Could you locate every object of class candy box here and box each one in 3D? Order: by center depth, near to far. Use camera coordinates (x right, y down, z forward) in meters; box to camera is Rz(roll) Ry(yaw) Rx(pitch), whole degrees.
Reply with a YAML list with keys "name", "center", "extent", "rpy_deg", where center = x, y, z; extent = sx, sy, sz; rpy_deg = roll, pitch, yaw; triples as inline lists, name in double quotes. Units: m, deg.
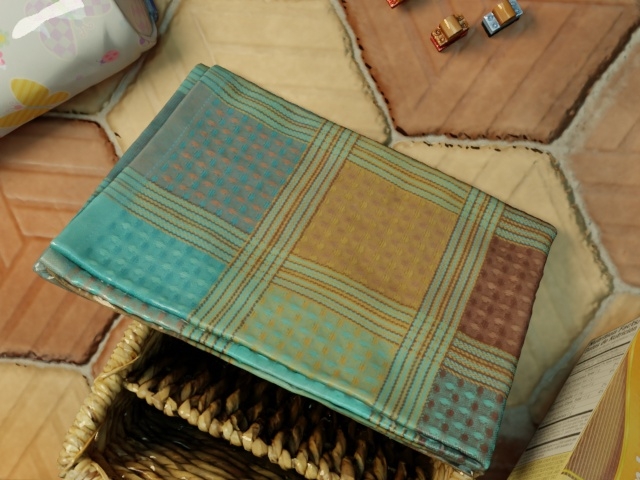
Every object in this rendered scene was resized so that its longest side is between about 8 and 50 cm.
- name: "candy box"
  center: [0.239, 0.227, 0.572]
  extent: [0.183, 0.087, 0.316]
  rpy_deg: [45, 55, 2]

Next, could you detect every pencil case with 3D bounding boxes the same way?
- name: "pencil case"
  center: [-0.290, -0.174, 0.690]
  extent: [0.273, 0.113, 0.124]
  rpy_deg: [-29, 81, 8]

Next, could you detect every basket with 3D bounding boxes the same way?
- name: "basket"
  center: [-0.015, 0.131, 0.622]
  extent: [0.299, 0.223, 0.213]
  rpy_deg: [25, 97, 6]

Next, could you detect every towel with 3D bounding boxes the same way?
- name: "towel"
  center: [0.000, 0.000, 0.620]
  extent: [0.370, 0.040, 0.271]
  rpy_deg: [25, 53, 5]

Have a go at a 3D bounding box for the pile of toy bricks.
- name: "pile of toy bricks"
  center: [0.156, -0.255, 0.631]
  extent: [0.212, 0.105, 0.118]
  rpy_deg: [-32, 90, 8]
